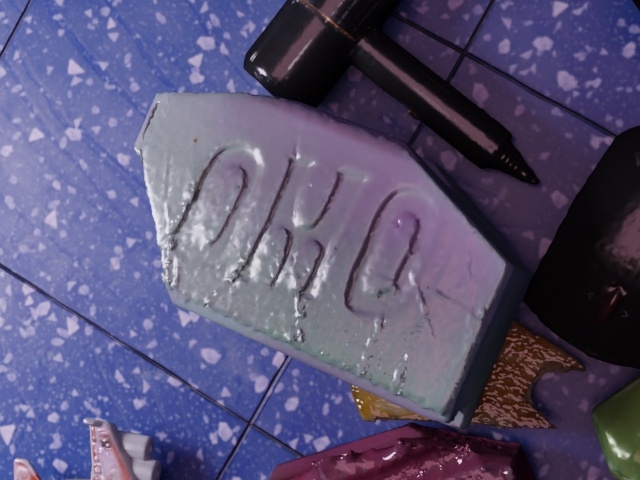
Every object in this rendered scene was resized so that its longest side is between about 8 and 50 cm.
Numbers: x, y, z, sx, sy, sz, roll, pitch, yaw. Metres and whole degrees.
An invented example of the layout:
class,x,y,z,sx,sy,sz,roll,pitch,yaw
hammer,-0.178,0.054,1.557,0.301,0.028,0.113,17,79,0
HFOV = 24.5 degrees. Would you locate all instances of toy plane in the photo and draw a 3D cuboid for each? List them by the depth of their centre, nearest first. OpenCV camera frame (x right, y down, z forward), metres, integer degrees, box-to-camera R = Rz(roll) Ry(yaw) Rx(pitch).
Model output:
class,x,y,z,sx,sy,sz,roll,pitch,yaw
toy plane,-0.268,0.331,1.714,0.252,0.118,0.252,0,90,10

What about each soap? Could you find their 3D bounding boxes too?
class,x,y,z,sx,sy,sz,roll,pitch,yaw
soap,0.000,0.000,1.606,0.446,0.156,0.261,23,89,19
soap,0.083,0.322,1.629,0.325,0.127,0.220,-20,84,12

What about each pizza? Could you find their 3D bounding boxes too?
class,x,y,z,sx,sy,sz,roll,pitch,yaw
pizza,0.165,0.132,1.649,0.262,0.034,0.181,9,76,11

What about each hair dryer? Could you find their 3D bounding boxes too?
class,x,y,z,sx,sy,sz,roll,pitch,yaw
hair dryer,0.095,-0.159,1.660,0.352,0.107,0.189,40,100,5

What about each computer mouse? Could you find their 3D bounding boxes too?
class,x,y,z,sx,sy,sz,roll,pitch,yaw
computer mouse,0.346,0.003,1.593,0.170,0.100,0.269,29,95,14

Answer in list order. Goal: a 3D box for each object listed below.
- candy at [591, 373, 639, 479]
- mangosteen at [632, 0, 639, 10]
class,x,y,z,sx,sy,sz,roll,pitch,yaw
candy,0.452,0.154,1.556,0.343,0.132,0.142,-33,53,8
mangosteen,0.423,-0.319,1.491,0.288,0.288,0.288,0,89,12
